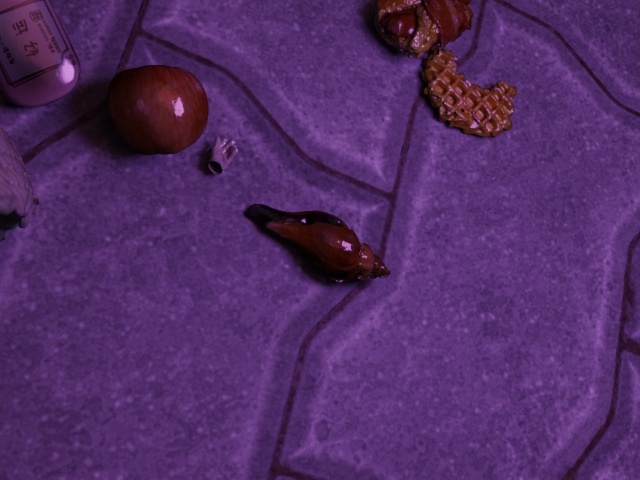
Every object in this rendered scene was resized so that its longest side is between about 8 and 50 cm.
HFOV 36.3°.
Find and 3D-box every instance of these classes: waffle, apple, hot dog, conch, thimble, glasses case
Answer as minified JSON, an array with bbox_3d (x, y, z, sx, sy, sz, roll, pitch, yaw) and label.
[{"bbox_3d":[0.269,-0.266,1.749,0.194,0.051,0.149,15,69,-20],"label":"waffle"},{"bbox_3d":[-0.237,-0.191,1.431,0.146,0.146,0.131,-11,98,-28],"label":"apple"},{"bbox_3d":[0.190,-0.403,1.718,0.146,0.103,0.213,41,55,17],"label":"hot dog"},{"bbox_3d":[0.005,-0.003,1.517,0.233,0.080,0.086,43,53,-6],"label":"conch"},{"bbox_3d":[-0.477,-0.066,1.236,0.219,0.219,0.150,-18,81,-29],"label":"thimble"},{"bbox_3d":[-0.455,-0.340,1.403,0.122,0.075,0.314,-26,90,-12],"label":"glasses case"}]

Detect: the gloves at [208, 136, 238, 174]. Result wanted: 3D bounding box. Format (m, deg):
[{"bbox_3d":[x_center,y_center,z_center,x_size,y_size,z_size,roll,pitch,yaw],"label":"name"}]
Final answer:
[{"bbox_3d":[-0.156,-0.131,1.507,0.044,0.037,0.081,59,45,-27],"label":"gloves"}]
